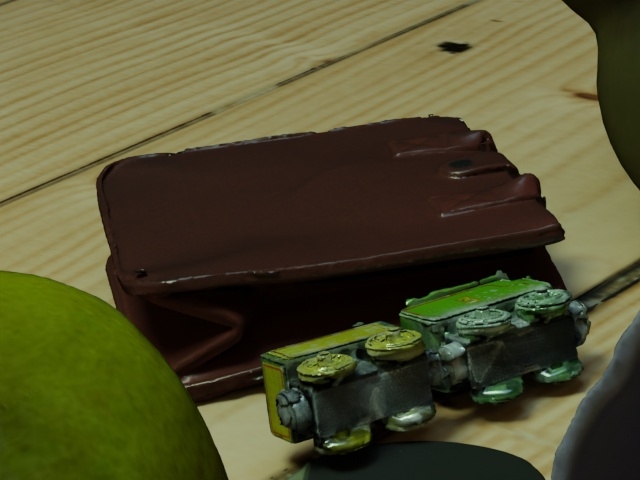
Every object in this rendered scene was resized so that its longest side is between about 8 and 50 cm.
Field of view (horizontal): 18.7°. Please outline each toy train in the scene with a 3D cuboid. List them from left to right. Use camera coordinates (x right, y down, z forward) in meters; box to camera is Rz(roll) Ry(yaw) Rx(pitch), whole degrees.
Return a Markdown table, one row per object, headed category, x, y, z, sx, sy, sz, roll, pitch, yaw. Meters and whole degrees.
| category | x | y | z | sx | sy | sz | roll | pitch | yaw |
| --- | --- | --- | --- | --- | --- | --- | --- | --- | --- |
| toy train | 0.057 | 0.066 | 1.080 | 0.202 | 0.060 | 0.081 | -15 | 14 | -29 |

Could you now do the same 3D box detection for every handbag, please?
| category | x | y | z | sx | sy | sz | roll | pitch | yaw |
| --- | --- | --- | --- | --- | --- | --- | --- | --- | --- |
| handbag | -0.001 | -0.001 | 1.253 | 0.275 | 0.084 | 0.260 | -11 | 21 | -7 |

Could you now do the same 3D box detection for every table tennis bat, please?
| category | x | y | z | sx | sy | sz | roll | pitch | yaw |
| --- | --- | --- | --- | --- | --- | --- | --- | --- | --- |
| table tennis bat | 0.009 | 0.138 | 0.996 | 0.220 | 0.019 | 0.130 | -3 | 22 | 10 |

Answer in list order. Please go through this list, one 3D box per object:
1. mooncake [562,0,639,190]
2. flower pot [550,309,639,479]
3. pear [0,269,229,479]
| category | x | y | z | sx | sy | sz | roll | pitch | yaw |
| --- | --- | --- | --- | --- | --- | --- | --- | --- | --- |
| mooncake | 0.345 | -0.208 | 1.158 | 0.262 | 0.467 | 0.467 | -20 | 25 | -35 |
| flower pot | 0.255 | 0.109 | 0.718 | 0.243 | 0.265 | 0.265 | -14 | 21 | -41 |
| pear | -0.164 | 0.135 | 0.770 | 0.269 | 0.269 | 0.321 | -7 | 21 | 2 |
